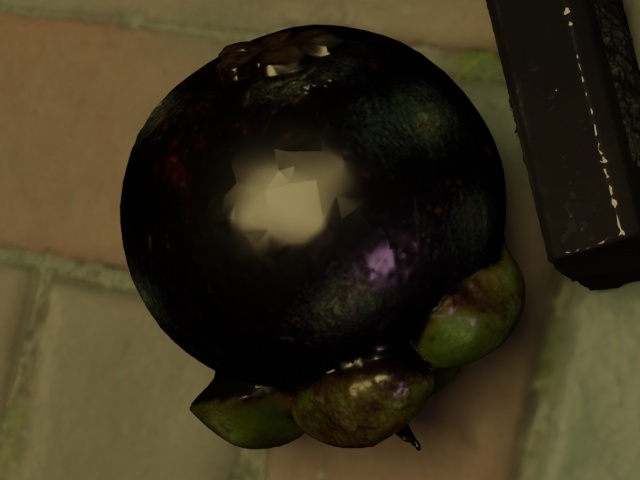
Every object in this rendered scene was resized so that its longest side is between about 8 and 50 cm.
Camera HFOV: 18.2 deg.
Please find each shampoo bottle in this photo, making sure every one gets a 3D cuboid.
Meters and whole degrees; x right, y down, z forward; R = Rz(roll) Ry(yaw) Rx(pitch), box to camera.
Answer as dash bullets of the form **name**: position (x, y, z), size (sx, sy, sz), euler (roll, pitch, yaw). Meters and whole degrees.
- **shampoo bottle**: position (0.134, -0.131, 1.125), size (0.071, 0.098, 0.309), euler (-19, 71, 25)

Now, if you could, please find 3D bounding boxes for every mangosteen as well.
- **mangosteen**: position (0.000, 0.000, 1.105), size (0.243, 0.243, 0.243), euler (-6, 76, 23)
